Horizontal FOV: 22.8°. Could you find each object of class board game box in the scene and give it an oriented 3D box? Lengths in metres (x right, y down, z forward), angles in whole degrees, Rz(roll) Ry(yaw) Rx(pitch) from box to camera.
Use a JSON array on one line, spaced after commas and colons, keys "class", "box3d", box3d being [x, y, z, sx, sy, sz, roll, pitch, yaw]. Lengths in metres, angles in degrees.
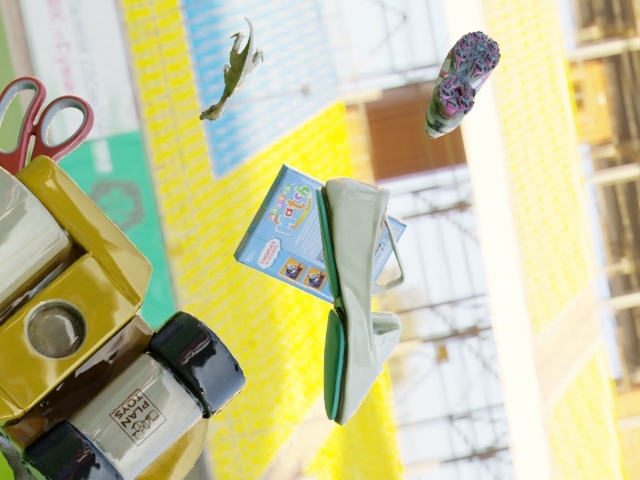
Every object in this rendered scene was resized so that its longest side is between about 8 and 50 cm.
[{"class": "board game box", "box3d": [0.000, 0.000, 2.356, 0.160, 0.212, 0.039, -61, -156, 9]}]

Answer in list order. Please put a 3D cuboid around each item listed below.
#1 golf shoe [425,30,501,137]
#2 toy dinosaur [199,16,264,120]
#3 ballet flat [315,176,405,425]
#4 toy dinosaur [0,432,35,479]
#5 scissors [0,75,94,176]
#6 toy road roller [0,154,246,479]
[{"class": "golf shoe", "box3d": [0.189, -0.219, 2.195, 0.186, 0.067, 0.086, -58, -177, -38]}, {"class": "toy dinosaur", "box3d": [-0.103, -0.230, 2.078, 0.092, 0.053, 0.183, -78, -167, -51]}, {"class": "ballet flat", "box3d": [0.041, 0.060, 1.501, 0.086, 0.086, 0.248, -117, -157, -67]}, {"class": "toy dinosaur", "box3d": [-0.333, 0.186, 1.802, 0.313, 0.160, 0.121, 118, -33, -49]}, {"class": "scissors", "box3d": [-0.316, -0.033, 1.620, 0.021, 0.109, 0.297, 82, 22, -68]}, {"class": "toy road roller", "box3d": [-0.247, 0.106, 1.460, 0.329, 0.202, 0.240, 48, -19, -3]}]
